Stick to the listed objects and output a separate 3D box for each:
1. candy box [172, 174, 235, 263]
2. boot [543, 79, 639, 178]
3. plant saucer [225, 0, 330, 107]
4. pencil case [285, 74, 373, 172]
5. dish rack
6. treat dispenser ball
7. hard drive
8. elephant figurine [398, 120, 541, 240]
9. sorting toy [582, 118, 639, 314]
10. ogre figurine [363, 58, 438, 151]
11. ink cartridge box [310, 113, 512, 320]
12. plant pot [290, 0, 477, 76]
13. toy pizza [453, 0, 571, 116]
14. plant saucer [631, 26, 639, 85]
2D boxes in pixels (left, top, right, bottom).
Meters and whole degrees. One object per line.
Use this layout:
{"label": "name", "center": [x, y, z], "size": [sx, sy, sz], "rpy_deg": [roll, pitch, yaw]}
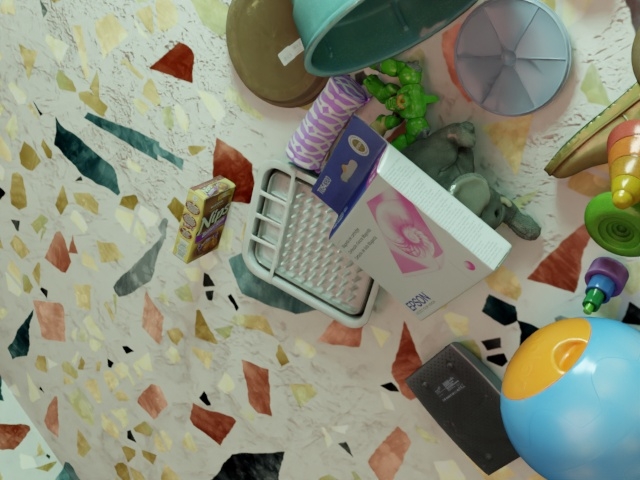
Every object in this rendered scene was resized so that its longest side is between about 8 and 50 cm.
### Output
{"label": "candy box", "center": [-0.264, -0.047, 1.771], "size": [0.053, 0.109, 0.186], "rpy_deg": [33, 125, 20]}
{"label": "boot", "center": [0.518, -0.092, 1.219], "size": [0.269, 0.089, 0.236], "rpy_deg": [49, 129, 6]}
{"label": "plant saucer", "center": [-0.083, -0.396, 1.541], "size": [0.278, 0.041, 0.277], "rpy_deg": [13, 116, 29]}
{"label": "pencil case", "center": [0.011, -0.224, 1.517], "size": [0.088, 0.086, 0.206], "rpy_deg": [40, 127, 5]}
{"label": "dish rack", "center": [0.000, 0.000, 1.630], "size": [0.333, 0.072, 0.285], "rpy_deg": [28, 122, 23]}
{"label": "treat dispenser ball", "center": [0.445, 0.270, 1.294], "size": [0.288, 0.288, 0.288], "rpy_deg": [14, 117, 30]}
{"label": "hard drive", "center": [0.307, 0.331, 1.567], "size": [0.254, 0.054, 0.172], "rpy_deg": [48, 129, 8]}
{"label": "elephant figurine", "center": [0.244, -0.073, 1.352], "size": [0.186, 0.169, 0.239], "rpy_deg": [-26, 86, 20]}
{"label": "sorting toy", "center": [0.451, -0.008, 1.195], "size": [0.127, 0.126, 0.365], "rpy_deg": [24, 145, 24]}
{"label": "ogre figurine", "center": [0.142, -0.248, 1.415], "size": [0.118, 0.097, 0.197], "rpy_deg": [-5, 76, 49]}
{"label": "ink cartridge box", "center": [0.123, -0.023, 1.357], "size": [0.330, 0.071, 0.324], "rpy_deg": [40, 157, 3]}
{"label": "plant pot", "center": [0.058, -0.493, 1.236], "size": [0.341, 0.341, 0.334], "rpy_deg": [-30, 83, 39]}
{"label": "toy pizza", "center": [0.319, -0.306, 1.302], "size": [0.201, 0.032, 0.201], "rpy_deg": [15, 118, 29]}
{"label": "plant saucer", "center": [0.538, -0.272, 1.126], "size": [0.169, 0.029, 0.168], "rpy_deg": [2, 96, 16]}
